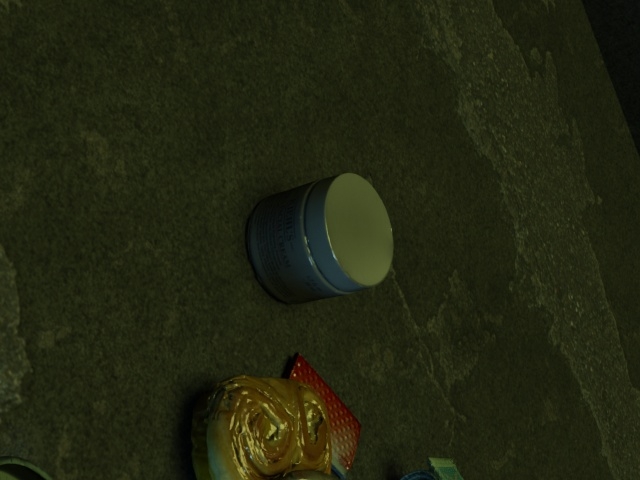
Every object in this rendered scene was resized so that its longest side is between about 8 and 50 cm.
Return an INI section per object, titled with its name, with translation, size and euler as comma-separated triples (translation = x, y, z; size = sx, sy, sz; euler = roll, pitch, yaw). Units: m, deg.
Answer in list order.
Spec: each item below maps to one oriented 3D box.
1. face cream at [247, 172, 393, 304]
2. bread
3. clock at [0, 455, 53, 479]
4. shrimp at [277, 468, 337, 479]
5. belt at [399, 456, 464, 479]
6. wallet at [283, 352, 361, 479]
[face cream]
translation = 0.000, 0.000, 1.842
size = 0.177, 0.153, 0.177
euler = 26, 57, -49
[bread]
translation = -0.077, 0.283, 1.669
size = 0.236, 0.120, 0.198
euler = 14, 67, -52
[clock]
translation = -0.319, 0.378, 1.244
size = 0.325, 0.067, 0.325
euler = -15, 90, -78
[shrimp]
translation = -0.006, 0.475, 1.605
size = 0.247, 0.085, 0.360
euler = -24, 104, -32
[belt]
translation = 0.176, 0.450, 1.960
size = 0.082, 0.147, 0.163
euler = 17, 38, -49
[wallet]
translation = 0.000, 0.268, 1.869
size = 0.196, 0.020, 0.103
euler = 51, 43, -33
